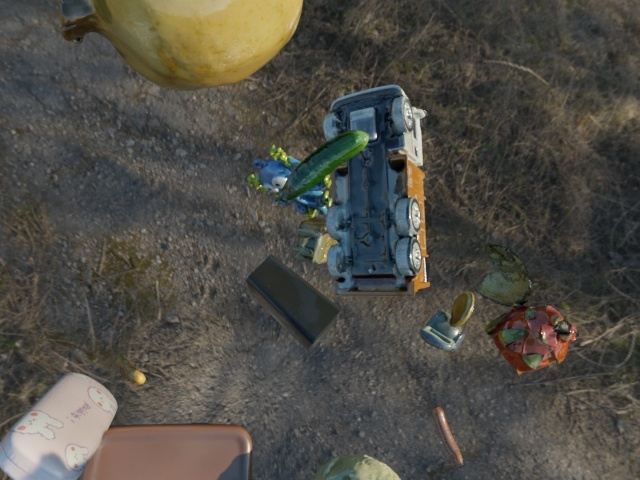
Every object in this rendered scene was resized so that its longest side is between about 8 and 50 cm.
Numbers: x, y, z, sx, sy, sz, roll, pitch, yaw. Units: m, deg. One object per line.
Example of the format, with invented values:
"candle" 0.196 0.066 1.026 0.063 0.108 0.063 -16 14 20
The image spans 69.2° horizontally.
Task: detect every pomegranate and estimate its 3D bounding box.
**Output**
"pomegranate" -0.153 -0.328 0.558 0.307 0.307 0.308 2 72 -6

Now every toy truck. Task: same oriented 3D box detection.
"toy truck" 0.125 -0.086 0.922 0.173 0.207 0.388 -4 85 29

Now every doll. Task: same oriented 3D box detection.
"doll" -0.105 -0.180 1.625 0.341 0.346 0.099 36 63 -26

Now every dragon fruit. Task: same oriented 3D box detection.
"dragon fruit" 0.659 0.297 1.448 0.224 0.224 0.227 40 111 7

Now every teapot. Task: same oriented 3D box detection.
"teapot" 0.358 0.264 1.336 0.108 0.149 0.111 36 83 30

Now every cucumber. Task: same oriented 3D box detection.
"cucumber" -0.005 -0.096 0.599 0.155 0.037 0.037 -35 76 21

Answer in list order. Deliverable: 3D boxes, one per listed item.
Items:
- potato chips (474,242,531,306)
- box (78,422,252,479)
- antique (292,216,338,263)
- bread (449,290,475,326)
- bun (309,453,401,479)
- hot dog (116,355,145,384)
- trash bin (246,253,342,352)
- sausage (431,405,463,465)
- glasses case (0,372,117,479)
"potato chips" 0.602 0.116 1.550 0.029 0.202 0.220 -23 109 -36
"box" -0.323 0.503 0.963 0.339 0.229 0.240 8 65 -22
"antique" 0.000 0.000 1.511 0.150 0.284 0.125 12 99 17
"bread" 0.390 0.190 1.285 0.024 0.110 0.110 25 70 -6
"bun" 0.056 0.536 0.871 0.152 0.259 0.259 43 65 -39
"hot dog" -0.597 0.414 1.456 0.047 0.215 0.066 -47 116 -25
"trash bin" -0.072 0.159 1.173 0.225 0.165 0.115 39 71 11
"sausage" 0.388 0.599 1.427 0.040 0.047 0.177 -1 60 -38
"glasses case" -0.395 0.286 0.722 0.113 0.297 0.075 40 85 -12
